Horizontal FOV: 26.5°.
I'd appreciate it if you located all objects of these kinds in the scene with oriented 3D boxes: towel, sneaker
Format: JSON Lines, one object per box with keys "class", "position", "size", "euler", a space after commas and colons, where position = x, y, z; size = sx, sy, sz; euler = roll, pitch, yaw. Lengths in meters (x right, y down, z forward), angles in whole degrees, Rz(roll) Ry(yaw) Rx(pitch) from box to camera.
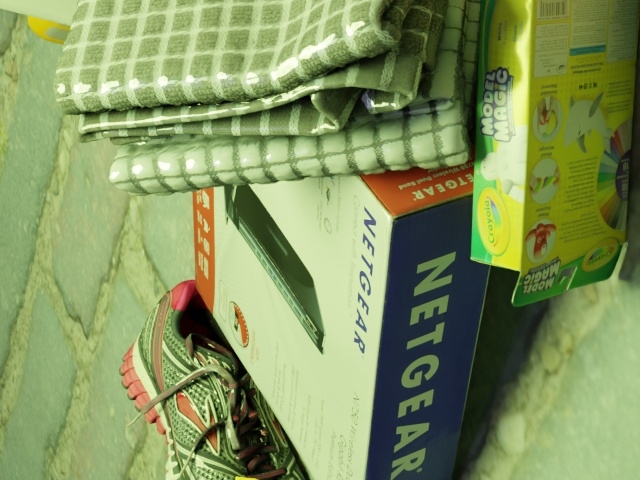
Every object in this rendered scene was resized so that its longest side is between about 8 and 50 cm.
{"class": "towel", "position": [-0.024, -0.172, 0.833], "size": [0.121, 0.235, 0.283], "euler": [60, -147, -51]}
{"class": "sneaker", "position": [-0.087, 0.163, 1.216], "size": [0.299, 0.121, 0.112], "euler": [53, 127, 34]}

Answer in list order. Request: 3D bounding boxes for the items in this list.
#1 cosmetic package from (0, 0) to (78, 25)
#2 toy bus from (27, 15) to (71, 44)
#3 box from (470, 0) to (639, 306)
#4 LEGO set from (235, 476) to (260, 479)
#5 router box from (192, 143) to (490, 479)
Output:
{"class": "cosmetic package", "position": [-0.266, -0.343, 1.114], "size": [0.453, 0.161, 0.230], "euler": [43, 119, 59]}
{"class": "toy bus", "position": [-0.141, -0.269, 1.169], "size": [0.333, 0.130, 0.108], "euler": [-26, 60, 58]}
{"class": "box", "position": [0.137, -0.056, 0.793], "size": [0.043, 0.105, 0.179], "euler": [13, 108, 46]}
{"class": "LEGO set", "position": [-0.021, 0.225, 1.058], "size": [0.227, 0.093, 0.087], "euler": [-2, 71, 26]}
{"class": "router box", "position": [0.000, 0.000, 0.993], "size": [0.301, 0.082, 0.335], "euler": [53, 152, 39]}
